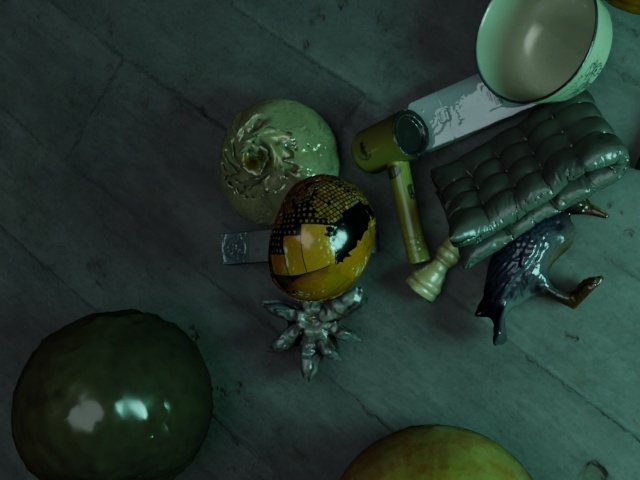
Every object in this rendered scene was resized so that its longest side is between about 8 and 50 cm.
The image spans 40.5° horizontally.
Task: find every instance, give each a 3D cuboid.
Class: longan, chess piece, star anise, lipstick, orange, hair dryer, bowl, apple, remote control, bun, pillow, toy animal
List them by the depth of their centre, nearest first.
[{"bbox_3d":[0.199,0.506,1.454,0.391,0.346,0.391,1,93,18],"label":"apple"},{"bbox_3d":[0.392,-0.336,1.463,0.237,0.126,0.238,-9,78,48],"label":"bowl"},{"bbox_3d":[0.348,-0.112,1.485,0.326,0.101,0.228,-30,37,17],"label":"pillow"},{"bbox_3d":[0.380,0.049,1.510,0.185,0.122,0.298,45,98,13],"label":"toy animal"},{"bbox_3d":[0.000,0.000,1.534,0.182,0.234,0.234,30,100,9],"label":"orange"},{"bbox_3d":[0.288,-0.252,1.598,0.250,0.034,0.103,-23,80,19],"label":"remote control"},{"bbox_3d":[0.144,-0.088,1.602,0.135,0.090,0.279,-20,80,50],"label":"hair dryer"},{"bbox_3d":[0.220,0.050,1.609,0.066,0.066,0.122,43,98,18],"label":"chess piece"},{"bbox_3d":[-0.397,0.324,1.680,0.391,0.391,0.391,-1,88,22],"label":"longan"},{"bbox_3d":[-0.009,0.149,1.681,0.236,0.093,0.229,-22,81,22],"label":"star anise"},{"bbox_3d":[-0.088,-0.154,1.692,0.259,0.152,0.259,-1,87,24],"label":"bun"},{"bbox_3d":[-0.042,0.006,1.711,0.317,0.068,0.066,-5,86,22],"label":"lipstick"}]

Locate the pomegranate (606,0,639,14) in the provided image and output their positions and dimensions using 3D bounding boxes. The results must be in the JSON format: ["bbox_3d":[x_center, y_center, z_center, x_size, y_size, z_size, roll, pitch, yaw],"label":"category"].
[{"bbox_3d":[0.520,-0.463,1.333,0.248,0.248,0.248,-1,88,22],"label":"pomegranate"}]

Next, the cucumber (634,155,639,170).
[{"bbox_3d":[0.627,-0.217,1.446,0.115,0.063,0.244,23,96,21],"label":"cucumber"}]
